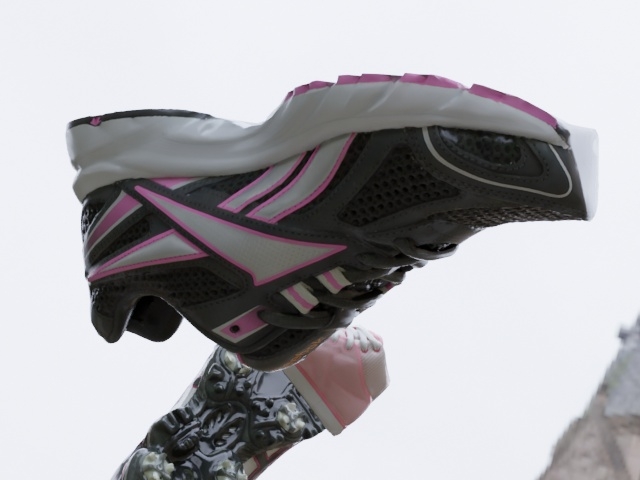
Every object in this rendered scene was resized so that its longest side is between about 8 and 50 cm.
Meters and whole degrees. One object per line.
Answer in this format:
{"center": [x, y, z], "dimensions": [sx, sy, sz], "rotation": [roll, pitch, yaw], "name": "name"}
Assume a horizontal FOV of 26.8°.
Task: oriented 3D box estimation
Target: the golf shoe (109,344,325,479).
{"center": [-0.080, 0.146, 1.016], "dimensions": [0.105, 0.273, 0.120], "rotation": [49, -50, 2], "name": "golf shoe"}

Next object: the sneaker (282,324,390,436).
{"center": [-0.001, 0.067, 0.923], "dimensions": [0.134, 0.070, 0.051], "rotation": [54, -1, -24], "name": "sneaker"}

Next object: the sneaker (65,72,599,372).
{"center": [0.000, 0.000, 0.391], "dimensions": [0.178, 0.077, 0.072], "rotation": [-4, -8, 40], "name": "sneaker"}
